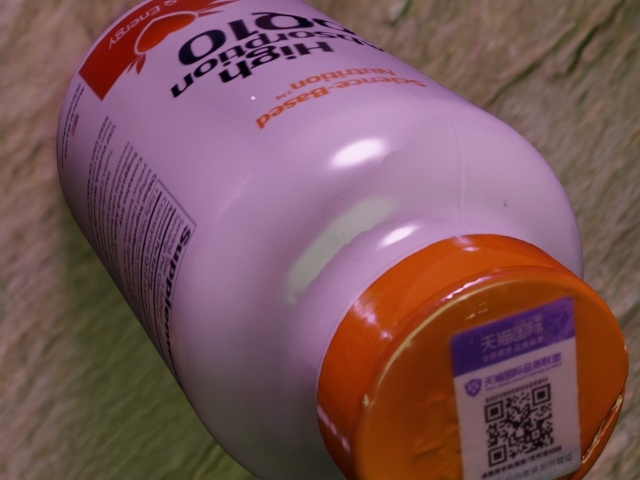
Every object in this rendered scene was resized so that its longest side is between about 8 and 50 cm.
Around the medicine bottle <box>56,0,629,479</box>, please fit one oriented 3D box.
[{"bbox_3d":[0.000,0.000,0.529,0.157,0.288,0.157,-10,116,-21],"label":"medicine bottle"}]
